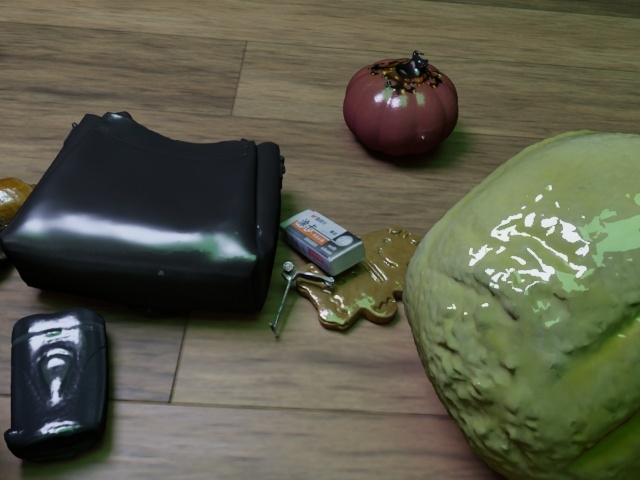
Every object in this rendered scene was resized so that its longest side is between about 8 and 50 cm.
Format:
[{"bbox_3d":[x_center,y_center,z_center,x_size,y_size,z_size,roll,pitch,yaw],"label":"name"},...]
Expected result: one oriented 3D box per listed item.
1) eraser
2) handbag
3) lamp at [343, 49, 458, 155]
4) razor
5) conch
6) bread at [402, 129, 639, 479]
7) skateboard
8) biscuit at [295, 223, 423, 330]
[{"bbox_3d":[0.000,0.000,0.672,0.052,0.029,0.122,-28,36,-22],"label":"eraser"},{"bbox_3d":[-0.188,-0.043,0.649,0.285,0.114,0.257,7,53,-2],"label":"handbag"},{"bbox_3d":[0.124,-0.214,0.832,0.181,0.140,0.182,0,46,0],"label":"lamp"},{"bbox_3d":[-0.255,0.137,0.531,0.089,0.054,0.148,-10,51,-14],"label":"razor"},{"bbox_3d":[-0.398,-0.011,0.631,0.080,0.086,0.233,-6,33,49],"label":"conch"},{"bbox_3d":[0.245,0.068,0.482,0.320,0.321,0.237,-13,31,-17],"label":"bread"},{"bbox_3d":[-0.025,0.071,0.616,0.063,0.032,0.083,14,61,12],"label":"skateboard"},{"bbox_3d":[0.061,0.042,0.669,0.183,0.027,0.134,-14,49,-16],"label":"biscuit"}]
